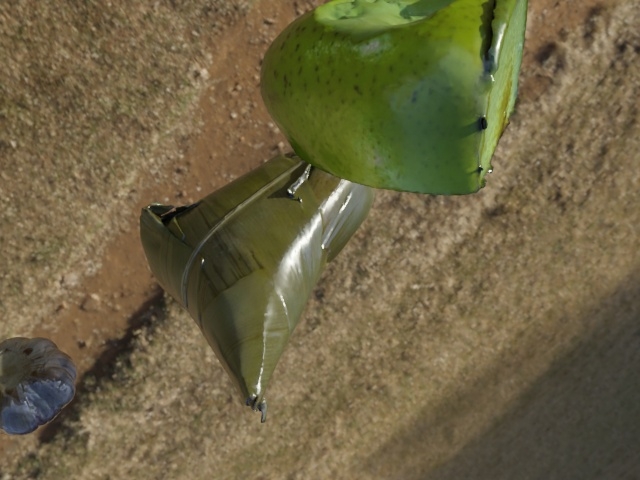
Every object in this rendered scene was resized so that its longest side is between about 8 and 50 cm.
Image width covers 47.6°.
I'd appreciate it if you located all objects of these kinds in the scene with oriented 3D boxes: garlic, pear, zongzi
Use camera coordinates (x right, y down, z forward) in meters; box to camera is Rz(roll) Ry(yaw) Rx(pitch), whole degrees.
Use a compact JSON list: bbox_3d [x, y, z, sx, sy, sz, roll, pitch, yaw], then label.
[{"bbox_3d":[-0.420,0.204,1.010,0.159,0.147,0.102,-9,142,-9],"label":"garlic"},{"bbox_3d":[0.070,-0.168,0.717,0.292,0.292,0.159,-20,117,-22],"label":"pear"},{"bbox_3d":[0.000,0.000,1.011,0.447,0.418,0.181,-31,129,-10],"label":"zongzi"}]
